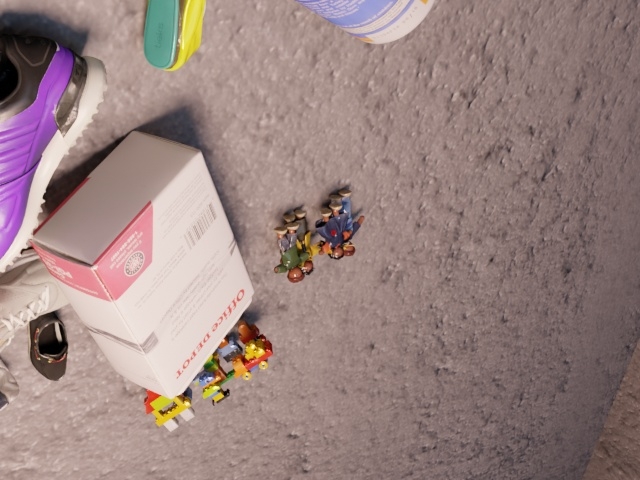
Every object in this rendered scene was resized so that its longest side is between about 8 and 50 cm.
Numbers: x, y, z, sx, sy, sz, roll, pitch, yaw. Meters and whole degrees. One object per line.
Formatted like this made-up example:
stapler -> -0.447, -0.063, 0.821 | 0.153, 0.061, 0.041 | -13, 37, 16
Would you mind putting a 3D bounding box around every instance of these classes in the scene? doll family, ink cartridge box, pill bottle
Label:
doll family -> 0.000, 0.000, 1.402 | 0.193, 0.076, 0.111 | -23, 116, -22
ink cartridge box -> -0.214, 0.037, 1.152 | 0.207, 0.117, 0.283 | -53, 148, -30
pill bottle -> 0.010, -0.347, 1.052 | 0.272, 0.152, 0.152 | 17, 110, -49

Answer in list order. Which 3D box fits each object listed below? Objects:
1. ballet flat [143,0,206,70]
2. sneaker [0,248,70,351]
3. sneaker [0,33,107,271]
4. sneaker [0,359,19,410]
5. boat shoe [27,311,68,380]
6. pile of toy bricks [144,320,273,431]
ballet flat -> -0.154, -0.303, 1.014 | 0.077, 0.077, 0.231 | -36, 149, -48
sneaker -> -0.386, 0.092, 1.083 | 0.262, 0.121, 0.099 | -18, 132, -34
sneaker -> -0.364, -0.095, 0.971 | 0.146, 0.102, 0.293 | 22, 101, -46
sneaker -> -0.473, 0.217, 1.078 | 0.153, 0.235, 0.094 | -35, 98, 2
boat shoe -> -0.366, 0.147, 1.214 | 0.049, 0.042, 0.133 | -24, 138, -30
pile of toy bricks -> -0.184, 0.185, 1.387 | 0.212, 0.118, 0.105 | -34, 114, 8
